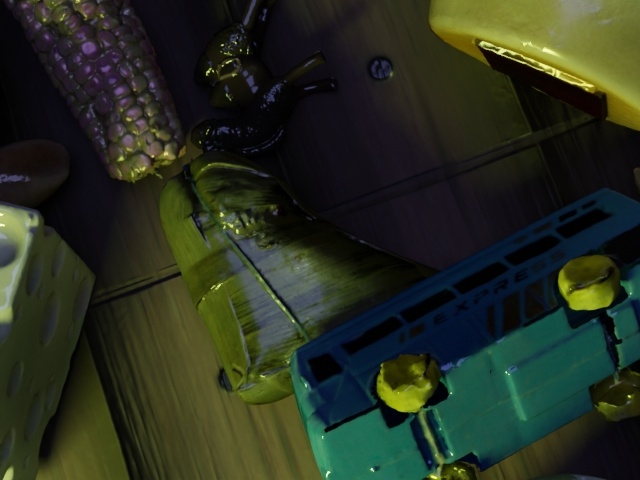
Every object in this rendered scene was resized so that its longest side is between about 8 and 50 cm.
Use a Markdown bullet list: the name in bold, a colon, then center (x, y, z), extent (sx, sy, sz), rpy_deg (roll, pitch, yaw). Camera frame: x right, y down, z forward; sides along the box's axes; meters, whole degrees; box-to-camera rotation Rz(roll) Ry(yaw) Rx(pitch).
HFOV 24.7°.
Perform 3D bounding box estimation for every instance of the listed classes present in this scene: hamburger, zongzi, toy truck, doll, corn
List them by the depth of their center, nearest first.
- **toy truck**: center (0.159, 0.107, 1.333), extent (0.385, 0.162, 0.161), rpy_deg (-28, 121, -9)
- **hamburger**: center (0.244, -0.221, 1.367), extent (0.302, 0.302, 0.170), rpy_deg (25, 93, 10)
- **zongzi**: center (0.000, 0.000, 1.424), extent (0.274, 0.125, 0.250), rpy_deg (-24, 86, -3)
- **corn**: center (-0.237, -0.212, 1.490), extent (0.127, 0.126, 0.335), rpy_deg (-31, 80, -1)
- **doll**: center (-0.074, -0.159, 1.497), extent (0.165, 0.057, 0.139), rpy_deg (-40, 81, 2)

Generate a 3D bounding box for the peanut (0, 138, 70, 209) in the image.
- **peanut**: center (-0.325, -0.056, 1.491), extent (0.152, 0.076, 0.076), rpy_deg (-26, 78, 1)

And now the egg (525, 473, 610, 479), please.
- **egg**: center (0.213, 0.338, 1.236), extent (0.278, 0.336, 0.278), rpy_deg (0, 72, -1)

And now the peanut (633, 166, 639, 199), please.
- **peanut**: center (0.447, -0.013, 1.374), extent (0.313, 0.149, 0.149), rpy_deg (32, 84, 10)

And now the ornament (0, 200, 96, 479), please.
- **ornament**: center (-0.378, 0.088, 1.374), extent (0.239, 0.240, 0.239), rpy_deg (13, 76, 8)
